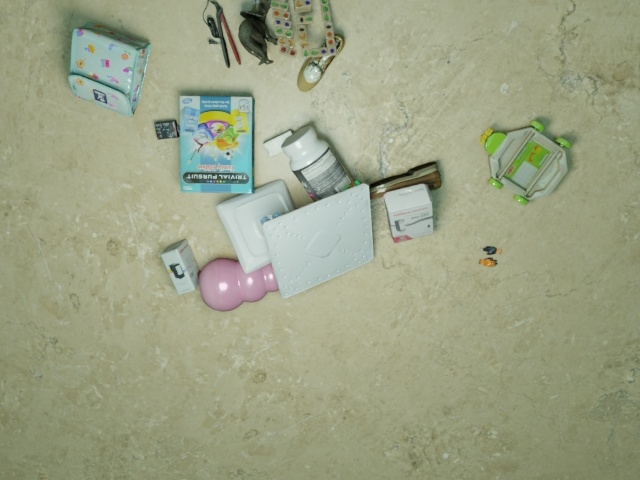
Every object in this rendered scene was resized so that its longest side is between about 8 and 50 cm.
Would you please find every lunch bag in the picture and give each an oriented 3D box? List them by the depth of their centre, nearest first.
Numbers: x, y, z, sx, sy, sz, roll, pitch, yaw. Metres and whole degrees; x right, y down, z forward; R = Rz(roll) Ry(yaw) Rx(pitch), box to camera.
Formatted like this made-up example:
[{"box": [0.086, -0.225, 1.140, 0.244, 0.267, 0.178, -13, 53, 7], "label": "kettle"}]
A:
[{"box": [-0.721, -0.570, 1.782, 0.224, 0.160, 0.262, 19, 119, -9], "label": "lunch bag"}]

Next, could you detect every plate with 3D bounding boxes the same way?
[{"box": [-0.202, -0.056, 1.924, 0.278, 0.045, 0.277, -24, 94, -17], "label": "plate"}]

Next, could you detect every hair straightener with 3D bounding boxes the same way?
[{"box": [-0.350, -0.701, 1.787, 0.089, 0.047, 0.230, -17, 107, 6], "label": "hair straightener"}]

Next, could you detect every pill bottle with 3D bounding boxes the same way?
[{"box": [-0.009, -0.256, 1.858, 0.162, 0.162, 0.278, -32, 113, 11], "label": "pill bottle"}]

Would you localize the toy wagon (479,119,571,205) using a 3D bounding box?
[{"box": [0.722, -0.301, 1.900, 0.345, 0.068, 0.267, 30, 106, -8], "label": "toy wagon"}]

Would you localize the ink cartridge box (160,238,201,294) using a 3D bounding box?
[{"box": [-0.530, 0.100, 2.018, 0.073, 0.127, 0.175, -17, 107, 9], "label": "ink cartridge box"}]

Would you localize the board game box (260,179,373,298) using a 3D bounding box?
[{"box": [0.000, 0.000, 1.874, 0.390, 0.050, 0.389, -23, 136, -13], "label": "board game box"}]

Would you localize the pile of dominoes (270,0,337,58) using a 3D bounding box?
[{"box": [-0.059, -0.726, 1.726, 0.196, 0.040, 0.251, -9, 85, -4], "label": "pile of dominoes"}]

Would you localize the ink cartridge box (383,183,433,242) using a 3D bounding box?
[{"box": [0.323, -0.095, 1.902, 0.159, 0.092, 0.217, -14, 145, 5], "label": "ink cartridge box"}]

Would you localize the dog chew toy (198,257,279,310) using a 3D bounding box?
[{"box": [-0.288, 0.152, 2.001, 0.332, 0.206, 0.206, -11, 108, -4], "label": "dog chew toy"}]

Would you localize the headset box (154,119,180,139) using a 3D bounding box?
[{"box": [-0.552, -0.401, 1.899, 0.084, 0.032, 0.062, -6, 109, 2], "label": "headset box"}]

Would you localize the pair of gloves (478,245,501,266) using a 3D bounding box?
[{"box": [0.663, 0.063, 2.052, 0.074, 0.010, 0.083, 9, 108, -2], "label": "pair of gloves"}]

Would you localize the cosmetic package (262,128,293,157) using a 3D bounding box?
[{"box": [-0.146, -0.352, 1.906, 0.115, 0.041, 0.060, -23, 108, 8], "label": "cosmetic package"}]

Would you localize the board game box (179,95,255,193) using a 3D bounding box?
[{"box": [-0.363, -0.336, 1.858, 0.254, 0.079, 0.335, 1, 96, 1], "label": "board game box"}]

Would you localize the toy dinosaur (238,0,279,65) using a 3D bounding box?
[{"box": [-0.219, -0.664, 1.719, 0.121, 0.313, 0.160, -20, 134, 34], "label": "toy dinosaur"}]

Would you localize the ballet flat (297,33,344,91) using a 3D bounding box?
[{"box": [-0.004, -0.612, 1.800, 0.080, 0.073, 0.232, 35, 106, -12], "label": "ballet flat"}]

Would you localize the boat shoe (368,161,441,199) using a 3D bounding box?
[{"box": [0.295, -0.188, 1.919, 0.308, 0.110, 0.104, -18, 106, 7], "label": "boat shoe"}]
